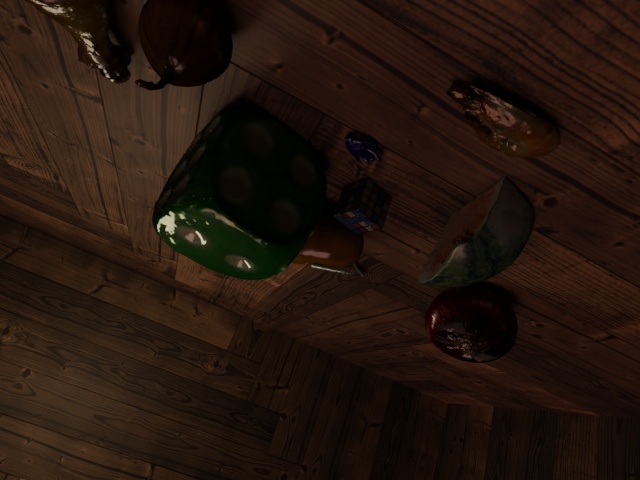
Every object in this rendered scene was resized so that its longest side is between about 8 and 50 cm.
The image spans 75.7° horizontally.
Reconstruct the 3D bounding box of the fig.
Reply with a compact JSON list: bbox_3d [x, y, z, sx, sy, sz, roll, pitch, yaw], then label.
[{"bbox_3d":[-0.218,-0.318,0.683,0.150,0.201,0.148,-20,163,3],"label":"fig"}]

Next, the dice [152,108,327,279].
[{"bbox_3d":[-0.181,-0.097,0.948,0.300,0.297,0.287,34,150,-25],"label":"dice"}]

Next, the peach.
[{"bbox_3d":[0.000,0.000,1.159,0.252,0.153,0.251,8,-176,-1],"label":"peach"}]

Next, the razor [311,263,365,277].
[{"bbox_3d":[0.052,0.104,1.492,0.211,0.035,0.084,2,147,34],"label":"razor"}]

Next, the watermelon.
[{"bbox_3d":[0.354,-0.002,0.915,0.175,0.256,0.260,64,166,11],"label":"watermelon"}]

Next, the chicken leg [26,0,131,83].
[{"bbox_3d":[-0.435,-0.412,0.677,0.212,0.140,0.361,18,153,-15],"label":"chicken leg"}]

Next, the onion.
[{"bbox_3d":[0.476,0.249,1.310,0.273,0.285,0.272,8,115,18],"label":"onion"}]

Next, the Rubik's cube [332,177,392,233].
[{"bbox_3d":[0.102,-0.081,1.002,0.092,0.092,0.092,34,153,-28],"label":"Rubik's cube"}]

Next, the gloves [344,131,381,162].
[{"bbox_3d":[0.090,-0.191,0.864,0.064,0.026,0.086,-3,146,38],"label":"gloves"}]

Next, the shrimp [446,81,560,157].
[{"bbox_3d":[0.294,-0.191,0.683,0.217,0.051,0.115,25,157,-15],"label":"shrimp"}]
